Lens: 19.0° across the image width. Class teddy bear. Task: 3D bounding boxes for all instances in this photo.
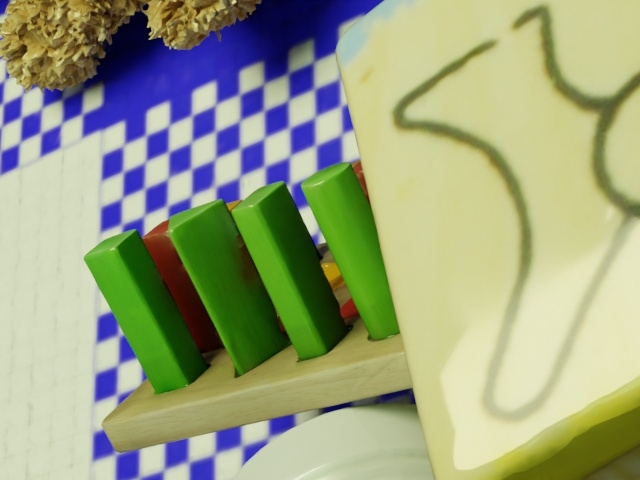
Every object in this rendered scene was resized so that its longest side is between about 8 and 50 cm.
[{"bbox_3d":[-0.103,-0.190,1.009,0.338,0.113,0.245,-7,58,47],"label":"teddy bear"}]

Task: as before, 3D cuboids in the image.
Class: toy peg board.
[{"bbox_3d":[0.000,0.000,0.767,0.161,0.079,0.160,-16,17,34],"label":"toy peg board"}]

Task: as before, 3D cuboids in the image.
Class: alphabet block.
[{"bbox_3d":[0.142,-0.001,0.616,0.192,0.193,0.197,-34,45,25],"label":"alphabet block"}]

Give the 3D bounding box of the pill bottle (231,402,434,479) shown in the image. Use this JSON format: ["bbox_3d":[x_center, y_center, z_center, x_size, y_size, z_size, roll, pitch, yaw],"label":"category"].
[{"bbox_3d":[0.044,0.179,0.623,0.153,0.153,0.264,-45,31,14],"label":"pill bottle"}]
